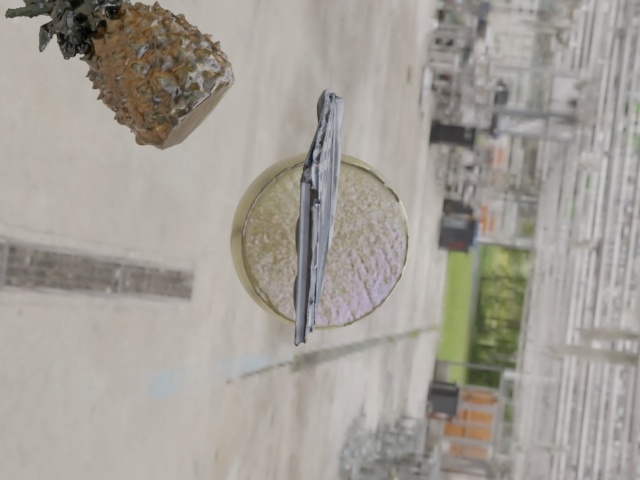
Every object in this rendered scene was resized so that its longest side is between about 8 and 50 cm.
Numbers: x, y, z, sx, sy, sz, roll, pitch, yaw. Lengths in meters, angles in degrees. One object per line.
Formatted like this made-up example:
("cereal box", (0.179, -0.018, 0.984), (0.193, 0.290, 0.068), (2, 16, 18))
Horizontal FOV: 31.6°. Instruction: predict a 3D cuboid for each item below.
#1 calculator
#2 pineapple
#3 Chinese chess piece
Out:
("calculator", (-0.004, -0.023, 1.289), (0.165, 0.028, 0.274), (-76, 172, -48))
("pineapple", (-0.270, -0.270, 1.438), (0.169, 0.340, 0.169), (-45, 174, -6))
("Chinese chess piece", (0.000, 0.000, 1.692), (0.112, 0.270, 0.269), (-137, -127, -81))
